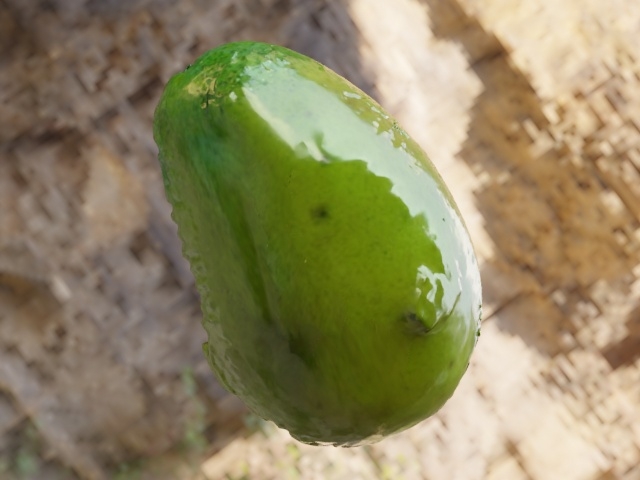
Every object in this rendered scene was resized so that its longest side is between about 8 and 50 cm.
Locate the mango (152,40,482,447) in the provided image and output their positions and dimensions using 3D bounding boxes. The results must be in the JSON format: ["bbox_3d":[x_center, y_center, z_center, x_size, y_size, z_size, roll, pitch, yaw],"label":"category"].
[{"bbox_3d":[0.001,0.000,0.786,0.100,0.119,0.178,-15,-69,42],"label":"mango"}]
